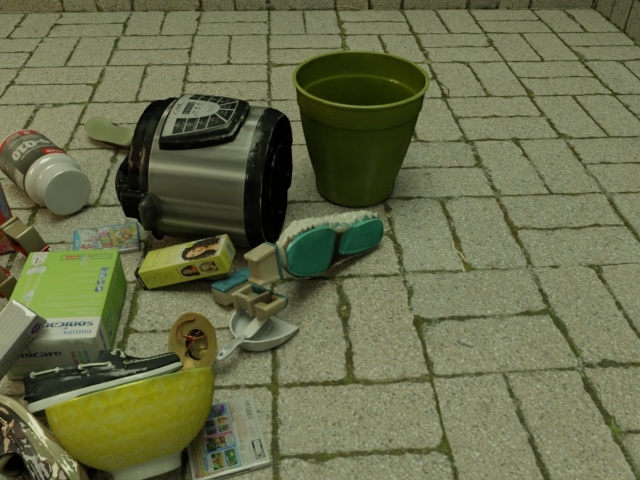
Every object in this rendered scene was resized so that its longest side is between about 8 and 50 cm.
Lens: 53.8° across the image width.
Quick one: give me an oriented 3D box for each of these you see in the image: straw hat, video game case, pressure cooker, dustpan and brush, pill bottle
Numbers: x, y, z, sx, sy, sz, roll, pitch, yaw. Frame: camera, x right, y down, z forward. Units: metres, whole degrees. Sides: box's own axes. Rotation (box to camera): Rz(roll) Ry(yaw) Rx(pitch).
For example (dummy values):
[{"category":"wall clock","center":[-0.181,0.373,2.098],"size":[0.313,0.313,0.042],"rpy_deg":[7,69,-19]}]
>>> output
[{"category":"straw hat","center":[-0.255,0.223,1.348],"size":[0.144,0.145,0.061],"rpy_deg":[31,5,33]},{"category":"video game case","center":[-0.182,0.375,1.196],"size":[0.143,0.019,0.157],"rpy_deg":[-11,41,-14]},{"category":"video game case","center":[-0.565,0.000,1.666],"size":[0.166,0.015,0.119],"rpy_deg":[-9,40,-13]},{"category":"pressure cooker","center":[-0.304,-0.175,1.620],"size":[0.420,0.376,0.370],"rpy_deg":[8,-2,9]},{"category":"dustpan and brush","center":[-0.157,0.207,1.374],"size":[0.147,0.060,0.211],"rpy_deg":[20,42,23]},{"category":"pill bottle","center":[-0.782,-0.194,1.790],"size":[0.161,0.161,0.283],"rpy_deg":[-31,48,-34]}]

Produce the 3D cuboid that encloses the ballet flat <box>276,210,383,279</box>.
[{"category":"ballet flat","center":[0.000,0.000,1.545],"size":[0.147,0.147,0.408],"rpy_deg":[29,24,31]}]

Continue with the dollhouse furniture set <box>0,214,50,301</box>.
[{"category":"dollhouse furniture set","center":[-0.779,0.076,1.506],"size":[0.262,0.135,0.259],"rpy_deg":[26,56,28]}]

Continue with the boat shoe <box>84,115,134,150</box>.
[{"category":"boat shoe","center":[-0.679,-0.343,2.062],"size":[0.227,0.069,0.081],"rpy_deg":[23,78,28]}]

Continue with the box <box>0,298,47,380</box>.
[{"category":"box","center":[-0.648,0.262,1.178],"size":[0.067,0.063,0.324],"rpy_deg":[30,71,8]}]

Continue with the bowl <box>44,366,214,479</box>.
[{"category":"bowl","center":[-0.315,0.332,1.104],"size":[0.289,0.289,0.156],"rpy_deg":[-12,78,-16]}]

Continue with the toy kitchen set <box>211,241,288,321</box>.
[{"category":"toy kitchen set","center":[-0.150,0.066,1.425],"size":[0.122,0.166,0.207],"rpy_deg":[-27,29,-37]}]

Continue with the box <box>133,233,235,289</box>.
[{"category":"box","center":[-0.324,0.052,1.511],"size":[0.232,0.058,0.087],"rpy_deg":[-13,34,16]}]

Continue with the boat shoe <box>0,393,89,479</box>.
[{"category":"boat shoe","center":[-0.531,0.376,1.122],"size":[0.285,0.103,0.092],"rpy_deg":[29,41,23]}]

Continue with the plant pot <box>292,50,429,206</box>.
[{"category":"plant pot","center":[0.107,-0.301,1.792],"size":[0.366,0.353,0.367],"rpy_deg":[0,38,0]}]

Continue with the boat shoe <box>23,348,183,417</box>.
[{"category":"boat shoe","center":[-0.427,0.260,1.245],"size":[0.302,0.114,0.091],"rpy_deg":[-13,71,-19]}]

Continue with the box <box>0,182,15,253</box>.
[{"category":"box","center":[-0.864,-0.092,1.580],"size":[0.128,0.257,0.123],"rpy_deg":[-12,39,-16]}]

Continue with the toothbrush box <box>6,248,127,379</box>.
[{"category":"toothbrush box","center":[-0.558,0.153,1.385],"size":[0.206,0.122,0.283],"rpy_deg":[-3,38,-4]}]
